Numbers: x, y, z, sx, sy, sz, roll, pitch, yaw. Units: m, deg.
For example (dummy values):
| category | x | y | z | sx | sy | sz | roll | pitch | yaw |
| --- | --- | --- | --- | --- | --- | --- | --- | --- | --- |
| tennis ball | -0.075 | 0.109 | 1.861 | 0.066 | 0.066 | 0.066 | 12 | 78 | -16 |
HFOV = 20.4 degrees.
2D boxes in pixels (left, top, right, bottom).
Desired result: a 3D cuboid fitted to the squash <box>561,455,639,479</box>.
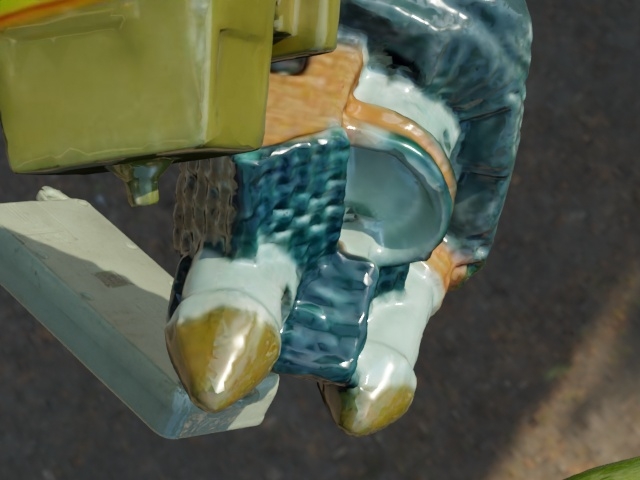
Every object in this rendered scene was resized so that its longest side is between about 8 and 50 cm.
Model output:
| category | x | y | z | sx | sy | sz | roll | pitch | yaw |
| --- | --- | --- | --- | --- | --- | --- | --- | --- | --- |
| squash | 0.215 | 0.098 | 0.525 | 0.371 | 0.118 | 0.118 | -8 | 127 | -8 |

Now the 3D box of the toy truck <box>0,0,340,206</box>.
| category | x | y | z | sx | sy | sz | roll | pitch | yaw |
| --- | --- | --- | --- | --- | --- | --- | --- | --- | --- |
| toy truck | -0.125 | -0.065 | 0.367 | 0.127 | 0.257 | 0.127 | -5 | 92 | -72 |

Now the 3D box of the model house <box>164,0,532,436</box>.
| category | x | y | z | sx | sy | sz | roll | pitch | yaw |
| --- | --- | --- | --- | --- | --- | --- | --- | --- | --- |
| model house | 0.000 | 0.000 | 0.991 | 0.185 | 0.291 | 0.253 | 15 | 135 | 6 |

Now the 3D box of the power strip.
| category | x | y | z | sx | sy | sz | roll | pitch | yaw |
| --- | --- | --- | --- | --- | --- | --- | --- | --- | --- |
| power strip | -0.148 | 0.051 | 1.293 | 0.118 | 0.270 | 0.046 | -6 | 129 | -53 |
